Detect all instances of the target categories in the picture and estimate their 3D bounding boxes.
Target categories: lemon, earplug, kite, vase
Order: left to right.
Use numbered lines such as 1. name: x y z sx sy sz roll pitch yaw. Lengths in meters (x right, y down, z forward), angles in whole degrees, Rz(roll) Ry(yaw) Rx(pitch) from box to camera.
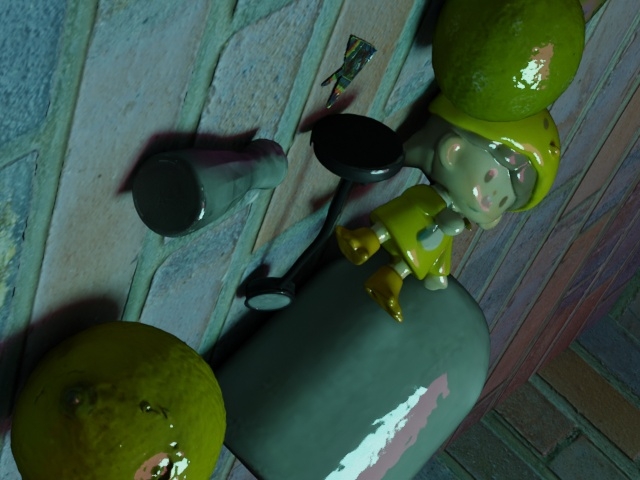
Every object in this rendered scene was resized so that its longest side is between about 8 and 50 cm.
1. lemon: -0.215 0.202 1.766 0.228 0.228 0.253 -55 169 25
2. vase: -0.106 -0.064 1.683 0.086 0.086 0.214 -55 165 26
3. kite: 0.034 -0.199 1.829 0.090 0.004 0.122 -37 160 -28
4. earplug: 0.047 0.194 2.254 0.394 0.312 0.313 -47 163 -9
5. lemon: 0.224 -0.240 1.896 0.184 0.184 0.248 -38 161 -25

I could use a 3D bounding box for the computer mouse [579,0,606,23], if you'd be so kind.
1. computer mouse: 0.342 -0.346 2.122 0.158 0.072 0.310 -46 162 -8

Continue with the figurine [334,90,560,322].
1. figurine: 0.170 -0.070 2.112 0.343 0.187 0.215 -44 142 -17

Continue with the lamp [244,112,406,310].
1. lamp: -0.003 -0.035 1.999 0.130 0.109 0.371 1 152 -16
